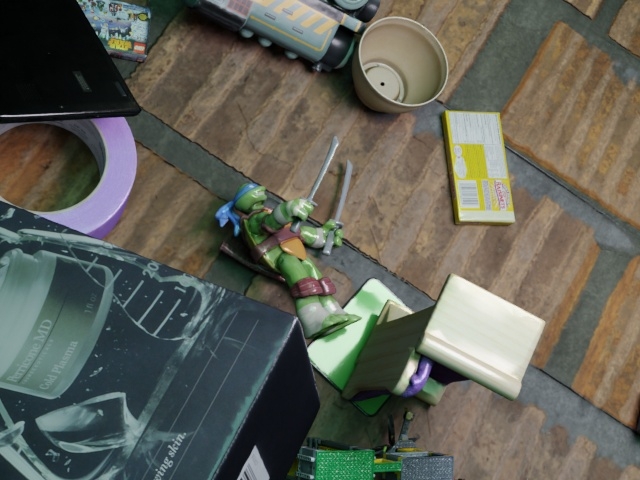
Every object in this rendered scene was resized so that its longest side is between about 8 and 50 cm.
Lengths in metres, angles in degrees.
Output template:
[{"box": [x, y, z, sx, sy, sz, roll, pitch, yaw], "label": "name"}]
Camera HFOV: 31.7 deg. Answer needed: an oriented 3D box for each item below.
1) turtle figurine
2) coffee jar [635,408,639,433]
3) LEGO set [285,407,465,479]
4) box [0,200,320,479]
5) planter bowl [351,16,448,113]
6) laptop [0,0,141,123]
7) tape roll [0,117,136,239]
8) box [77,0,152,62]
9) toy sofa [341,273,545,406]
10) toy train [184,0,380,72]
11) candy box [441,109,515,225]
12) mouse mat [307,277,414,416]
[{"box": [0.000, 0.000, 1.721, 0.275, 0.198, 0.266, -22, 80, -19], "label": "turtle figurine"}, {"box": [0.615, 0.306, 1.861, 0.184, 0.079, 0.096, 22, 69, -9], "label": "coffee jar"}, {"box": [0.038, 0.389, 1.628, 0.331, 0.192, 0.254, -4, 91, -32], "label": "LEGO set"}, {"box": [-0.318, 0.266, 1.397, 0.472, 0.297, 0.479, 19, 64, 17], "label": "box"}, {"box": [0.120, -0.280, 1.904, 0.162, 0.109, 0.162, 7, 70, -19], "label": "planter bowl"}, {"box": [-0.553, -0.242, 1.657, 0.408, 0.236, 0.382, -9, 58, -42], "label": "laptop"}, {"box": [-0.419, -0.112, 1.693, 0.275, 0.090, 0.274, 6, 69, -14], "label": "tape roll"}, {"box": [-0.347, -0.347, 1.833, 0.137, 0.027, 0.094, 8, 70, -14], "label": "box"}, {"box": [0.163, 0.175, 1.607, 0.150, 0.362, 0.177, 28, 76, -6], "label": "toy sofa"}, {"box": [-0.064, -0.410, 1.851, 0.334, 0.142, 0.190, 23, 98, -27], "label": "toy train"}, {"box": [0.271, -0.126, 1.941, 0.105, 0.027, 0.205, 2, 71, -19], "label": "candy box"}, {"box": [0.082, 0.167, 1.789, 0.152, 0.007, 0.189, 43, 64, 1], "label": "mouse mat"}]
